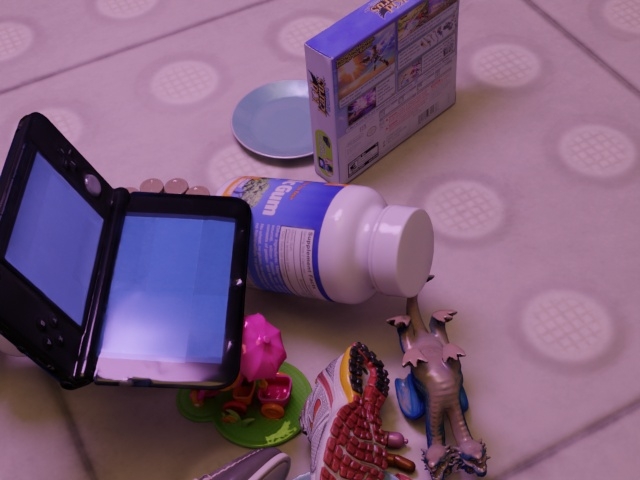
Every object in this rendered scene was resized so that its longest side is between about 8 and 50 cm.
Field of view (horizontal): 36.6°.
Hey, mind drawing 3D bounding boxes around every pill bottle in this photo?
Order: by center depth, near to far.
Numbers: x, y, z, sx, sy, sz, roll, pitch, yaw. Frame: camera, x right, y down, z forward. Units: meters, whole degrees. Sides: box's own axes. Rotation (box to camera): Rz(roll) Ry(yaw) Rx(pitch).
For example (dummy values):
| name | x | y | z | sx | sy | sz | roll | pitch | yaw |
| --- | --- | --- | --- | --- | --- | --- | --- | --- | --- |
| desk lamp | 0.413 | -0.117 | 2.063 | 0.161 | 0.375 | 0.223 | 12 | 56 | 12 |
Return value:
| name | x | y | z | sx | sy | sz | roll | pitch | yaw |
| --- | --- | --- | --- | --- | --- | --- | --- | --- | --- |
| pill bottle | 0.000 | 0.000 | 1.238 | 0.272 | 0.152 | 0.152 | 6 | 48 | 29 |

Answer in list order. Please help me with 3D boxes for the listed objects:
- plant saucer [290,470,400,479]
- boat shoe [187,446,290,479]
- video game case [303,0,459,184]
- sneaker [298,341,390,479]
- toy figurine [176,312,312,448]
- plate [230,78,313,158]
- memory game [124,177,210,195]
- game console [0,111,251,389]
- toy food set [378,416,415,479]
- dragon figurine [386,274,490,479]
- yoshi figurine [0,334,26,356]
| name | x | y | z | sx | sy | sz | roll | pitch | yaw |
| --- | --- | --- | --- | --- | --- | --- | --- | --- | --- |
| plant saucer | 0.012 | 0.322 | 1.044 | 0.195 | 0.037 | 0.195 | -13 | 28 | 7 |
| boat shoe | -0.171 | 0.319 | 0.997 | 0.095 | 0.112 | 0.335 | 35 | 63 | 24 |
| video game case | 0.097 | -0.244 | 1.425 | 0.269 | 0.244 | 0.061 | -38 | 56 | -26 |
| sneaker | 0.023 | 0.223 | 1.115 | 0.093 | 0.088 | 0.225 | -37 | 21 | 30 |
| toy figurine | -0.099 | 0.149 | 1.148 | 0.173 | 0.159 | 0.130 | 4 | 49 | 8 |
| plate | -0.048 | -0.188 | 1.533 | 0.188 | 0.024 | 0.188 | -1 | 48 | 1 |
| memory game | -0.238 | -0.024 | 1.407 | 0.186 | 0.012 | 0.186 | -2 | 49 | 2 |
| game console | -0.217 | 0.004 | 1.068 | 0.173 | 0.250 | 0.293 | -20 | 43 | 19 |
| toy food set | 0.075 | 0.259 | 1.132 | 0.078 | 0.019 | 0.122 | -23 | 51 | -16 |
| dragon figurine | 0.133 | 0.163 | 1.169 | 0.085 | 0.144 | 0.289 | -10 | 30 | -3 |
| yoshi figurine | -0.409 | 0.100 | 1.238 | 0.362 | 0.203 | 0.203 | 4 | 14 | 23 |
